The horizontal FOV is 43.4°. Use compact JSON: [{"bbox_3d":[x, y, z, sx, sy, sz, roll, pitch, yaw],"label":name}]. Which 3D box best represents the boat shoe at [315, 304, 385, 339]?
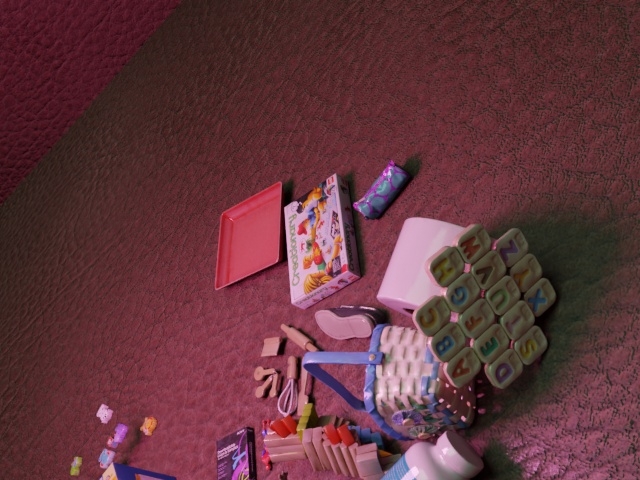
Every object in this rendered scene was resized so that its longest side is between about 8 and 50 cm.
[{"bbox_3d":[0.069,0.185,1.869,0.065,0.075,0.206,-31,17,-34],"label":"boat shoe"}]

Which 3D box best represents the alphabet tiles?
[{"bbox_3d":[0.304,0.119,1.449,0.278,0.284,0.021,-36,14,-19],"label":"alphabet tiles"}]

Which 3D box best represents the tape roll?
[{"bbox_3d":[0.251,0.078,1.570,0.246,0.246,0.169,9,75,50],"label":"tape roll"}]

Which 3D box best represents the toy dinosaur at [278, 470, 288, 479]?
[{"bbox_3d":[-0.018,0.611,1.651,0.200,0.127,0.295,29,96,44],"label":"toy dinosaur"}]

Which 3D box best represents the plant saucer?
[{"bbox_3d":[-0.188,-0.005,2.255,0.258,0.048,0.259,-25,50,37],"label":"plant saucer"}]

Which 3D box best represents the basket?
[{"bbox_3d":[0.138,0.277,1.569,0.289,0.255,0.201,-5,57,35],"label":"basket"}]

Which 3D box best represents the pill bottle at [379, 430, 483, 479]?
[{"bbox_3d":[0.180,0.476,1.487,0.264,0.146,0.146,-51,40,14],"label":"pill bottle"}]

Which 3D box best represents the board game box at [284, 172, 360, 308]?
[{"bbox_3d":[0.000,0.000,2.041,0.193,0.053,0.305,-32,47,32],"label":"board game box"}]

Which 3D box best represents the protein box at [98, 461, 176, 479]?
[{"bbox_3d":[-0.453,0.689,2.008,0.136,0.201,0.200,-52,40,12],"label":"protein box"}]

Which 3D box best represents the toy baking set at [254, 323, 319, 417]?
[{"bbox_3d":[-0.075,0.318,1.958,0.256,0.030,0.196,22,88,51],"label":"toy baking set"}]

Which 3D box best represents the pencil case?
[{"bbox_3d":[0.147,-0.119,1.939,0.151,0.070,0.064,-51,40,12],"label":"pencil case"}]

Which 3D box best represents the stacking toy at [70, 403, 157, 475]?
[{"bbox_3d":[-0.575,0.574,2.238,0.052,0.167,0.221,24,85,51],"label":"stacking toy"}]

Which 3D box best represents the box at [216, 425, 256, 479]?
[{"bbox_3d":[-0.207,0.548,1.961,0.116,0.029,0.162,-33,45,31],"label":"box"}]

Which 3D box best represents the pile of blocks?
[{"bbox_3d":[0.030,0.404,1.677,0.362,0.112,0.149,4,35,39],"label":"pile of blocks"}]

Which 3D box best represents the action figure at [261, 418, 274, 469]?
[{"bbox_3d":[-0.123,0.485,1.907,0.038,0.030,0.115,-23,57,45],"label":"action figure"}]
